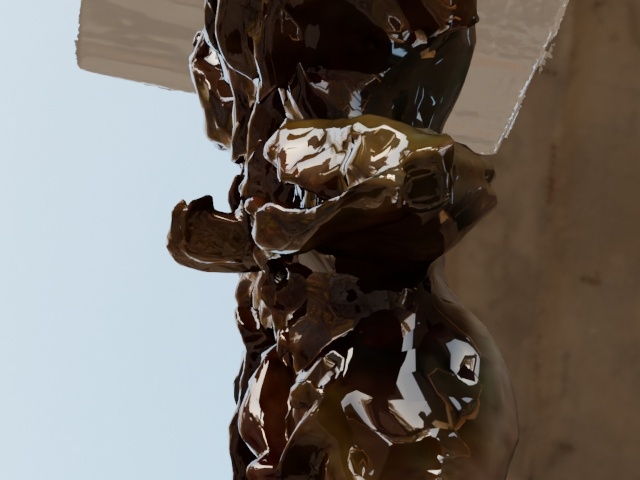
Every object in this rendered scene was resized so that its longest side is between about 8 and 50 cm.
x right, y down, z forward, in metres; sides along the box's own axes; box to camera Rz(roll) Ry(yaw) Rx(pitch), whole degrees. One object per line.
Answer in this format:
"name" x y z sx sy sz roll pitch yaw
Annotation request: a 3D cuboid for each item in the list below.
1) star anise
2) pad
"star anise" 0.000 0.001 0.458 0.288 0.088 0.288 174 -90 -85
"pad" -0.003 -0.104 0.785 0.232 0.004 0.156 12 -32 -5
